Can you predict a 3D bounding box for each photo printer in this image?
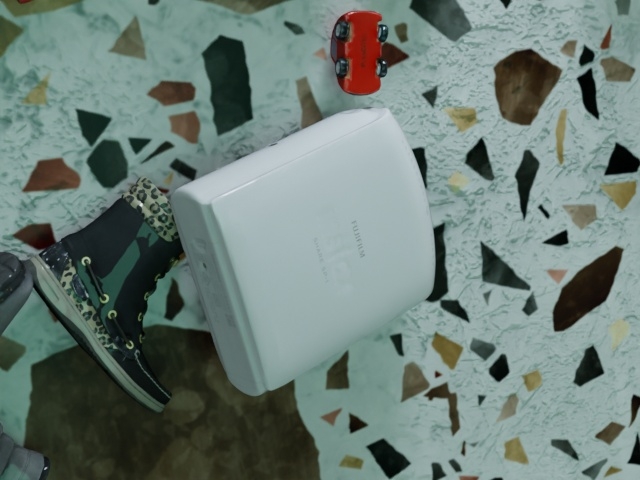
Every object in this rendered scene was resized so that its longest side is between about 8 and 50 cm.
[{"bbox_3d":[0.000,0.000,1.461,0.307,0.107,0.256,-27,112,-32],"label":"photo printer"}]

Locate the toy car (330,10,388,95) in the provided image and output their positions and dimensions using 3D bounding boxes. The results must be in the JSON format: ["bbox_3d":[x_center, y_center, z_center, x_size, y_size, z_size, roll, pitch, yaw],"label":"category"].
[{"bbox_3d":[0.062,-0.317,1.480,0.225,0.053,0.239,-37,113,-13],"label":"toy car"}]

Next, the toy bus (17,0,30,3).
[{"bbox_3d":[-0.342,-0.318,1.234,0.190,0.104,0.202,8,96,-25],"label":"toy bus"}]

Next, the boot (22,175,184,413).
[{"bbox_3d":[-0.198,0.063,1.431,0.178,0.085,0.236,-42,113,-13],"label":"boot"}]

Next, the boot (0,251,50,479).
[{"bbox_3d":[-0.374,0.190,1.379,0.338,0.118,0.222,-47,118,4],"label":"boot"}]
